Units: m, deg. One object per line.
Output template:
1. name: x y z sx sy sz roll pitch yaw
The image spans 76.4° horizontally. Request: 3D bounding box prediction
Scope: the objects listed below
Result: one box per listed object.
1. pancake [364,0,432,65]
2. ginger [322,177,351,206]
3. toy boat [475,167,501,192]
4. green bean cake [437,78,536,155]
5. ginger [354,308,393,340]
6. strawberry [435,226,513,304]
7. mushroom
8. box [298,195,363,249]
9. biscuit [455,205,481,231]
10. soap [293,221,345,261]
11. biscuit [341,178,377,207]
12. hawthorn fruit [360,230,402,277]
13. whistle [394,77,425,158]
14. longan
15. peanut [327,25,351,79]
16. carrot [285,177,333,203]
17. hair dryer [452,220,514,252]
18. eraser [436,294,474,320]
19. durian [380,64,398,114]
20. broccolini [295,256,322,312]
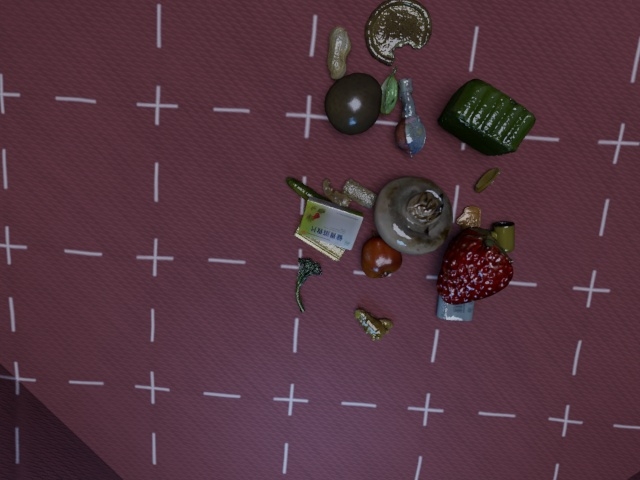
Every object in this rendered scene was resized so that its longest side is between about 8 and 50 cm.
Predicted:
1. pancake: 0.338 -0.910 1.774 0.289 0.033 0.285 12 99 -2
2. ginger: 0.064 -0.212 1.868 0.173 0.051 0.069 44 93 10
3. toy boat: 0.771 -0.280 1.875 0.149 0.049 0.047 -46 54 3
4. green bean cake: 0.692 -0.510 1.694 0.335 0.319 0.217 29 98 -5
5. ginger: 0.251 0.416 1.982 0.206 0.081 0.115 24 94 -5
6. strawberry: 0.634 0.124 1.763 0.296 0.317 0.345 28 119 -34
7. mushroom: 0.414 -0.119 1.760 0.363 0.294 0.361 4 74 -15
8. box: 0.046 -0.078 1.844 0.261 0.062 0.175 18 118 -1
9. biscuit: 0.698 -0.092 1.918 0.118 0.023 0.139 -4 101 1
10. soap: 0.000 0.000 1.936 0.252 0.037 0.092 32 100 -5
11. biscuit: 0.181 -0.214 1.881 0.169 0.070 0.082 32 92 -1
12. hawthorn fruit: 0.274 0.058 1.886 0.197 0.196 0.225 -15 75 3
13. whistle: 0.386 -0.531 1.789 0.142 0.134 0.345 -12 96 -43
14. longan: 0.144 -0.580 1.726 0.259 0.258 0.257 0 100 1
15. peanut: 0.078 -0.812 1.766 0.099 0.090 0.214 5 103 -10
16. carrot: -0.014 -0.187 1.887 0.359 0.074 0.074 34 99 -4
17. hair dryer: 0.760 -0.003 1.896 0.279 0.090 0.134 -7 108 3
18. eraser: 0.654 0.264 1.953 0.174 0.081 0.226 4 101 4
19. durian: 0.304 -0.650 1.786 0.087 0.100 0.215 9 92 -2
20. broccolini: -0.057 0.216 1.962 0.123 0.062 0.270 6 95 15
